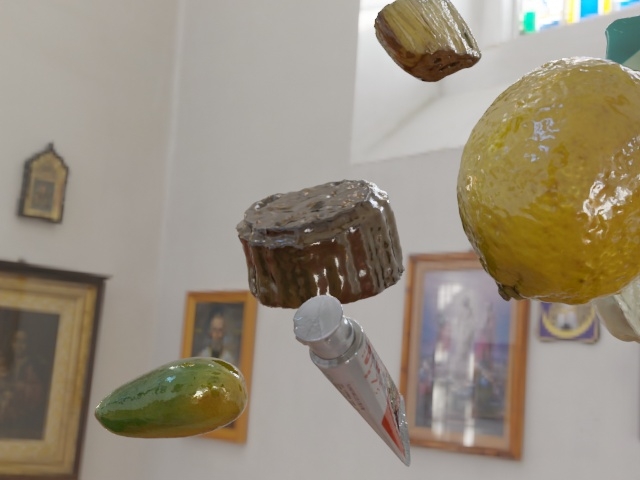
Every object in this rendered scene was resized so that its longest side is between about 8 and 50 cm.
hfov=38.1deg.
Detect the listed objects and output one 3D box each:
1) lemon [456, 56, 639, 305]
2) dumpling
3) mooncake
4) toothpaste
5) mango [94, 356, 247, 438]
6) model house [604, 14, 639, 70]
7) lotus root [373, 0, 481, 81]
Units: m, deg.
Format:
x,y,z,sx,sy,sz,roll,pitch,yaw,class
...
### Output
x,y,z,sx,sy,sz,roll,pitch,yaw,class
0.214,-0.049,0.782,0.192,0.231,0.192,34,7,-5,lemon
0.612,0.139,1.813,0.131,0.179,0.252,-28,-32,15,dumpling
-0.001,0.001,1.828,0.324,0.187,0.324,-12,18,4,mooncake
0.043,0.140,0.933,0.057,0.089,0.234,-17,-43,16,toothpaste
-0.236,0.262,1.478,0.251,0.114,0.156,-22,-24,15,mango
0.360,-0.169,0.956,0.100,0.127,0.149,51,-1,-40,model house
0.149,-0.289,1.352,0.159,0.135,0.095,-7,-34,-36,lotus root
